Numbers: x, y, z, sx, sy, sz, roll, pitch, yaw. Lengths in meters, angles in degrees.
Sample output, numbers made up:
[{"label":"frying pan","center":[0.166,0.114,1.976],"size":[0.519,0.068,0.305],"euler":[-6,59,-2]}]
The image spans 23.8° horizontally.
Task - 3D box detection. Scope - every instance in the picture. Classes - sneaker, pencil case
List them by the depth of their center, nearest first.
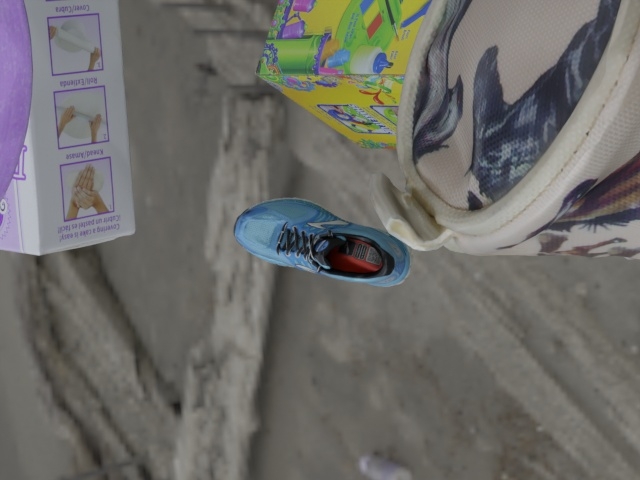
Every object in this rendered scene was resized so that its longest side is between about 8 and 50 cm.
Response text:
[{"label":"pencil case","center":[0.221,-0.026,0.632],"size":[0.160,0.410,0.183],"euler":[38,110,61]},{"label":"sneaker","center":[0.000,0.000,1.337],"size":[0.073,0.162,0.063],"euler":[-8,-71,-78]}]

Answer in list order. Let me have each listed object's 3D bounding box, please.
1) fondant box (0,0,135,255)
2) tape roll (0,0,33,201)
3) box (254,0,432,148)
[{"label":"fondant box","center":[-0.260,-0.166,1.124],"size":[0.238,0.096,0.330],"euler":[6,105,41]},{"label":"tape roll","center":[-0.257,-0.080,0.600],"size":[0.090,0.275,0.275],"euler":[-118,37,-54]},{"label":"box","center":[0.131,-0.248,1.435],"size":[0.279,0.177,0.290],"euler":[6,72,43]}]
